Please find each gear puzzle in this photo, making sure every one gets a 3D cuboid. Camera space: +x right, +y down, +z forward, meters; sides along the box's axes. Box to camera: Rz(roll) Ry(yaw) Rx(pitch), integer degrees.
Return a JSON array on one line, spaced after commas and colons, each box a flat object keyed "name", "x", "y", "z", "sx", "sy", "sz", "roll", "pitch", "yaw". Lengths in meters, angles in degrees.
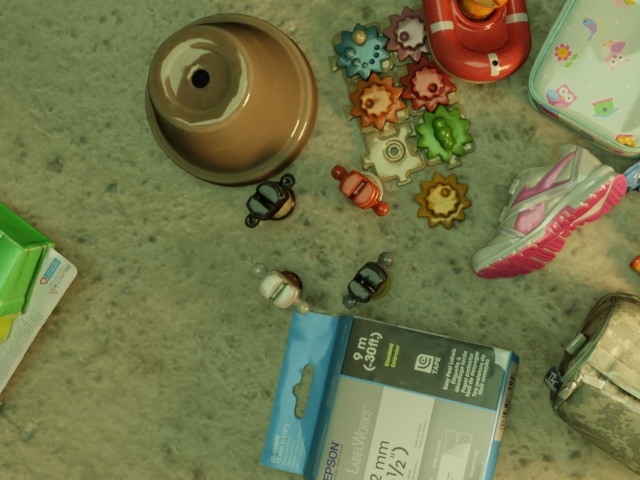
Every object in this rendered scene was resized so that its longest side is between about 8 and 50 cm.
[{"name": "gear puzzle", "x": 0.131, "y": -0.175, "z": 1.829, "sx": 0.175, "sy": 0.044, "sz": 0.339, "roll": -18, "pitch": 85, "yaw": 7}]

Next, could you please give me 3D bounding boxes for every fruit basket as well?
[{"name": "fruit basket", "x": -0.579, "y": 0.090, "z": 1.893, "sx": 0.327, "sy": 0.165, "sz": 0.353, "roll": 35, "pitch": 109, "yaw": 9}]

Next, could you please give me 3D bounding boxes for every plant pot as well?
[{"name": "plant pot", "x": -0.148, "y": -0.219, "z": 1.782, "sx": 0.263, "sy": 0.229, "sz": 0.263, "roll": -1, "pitch": 86, "yaw": 9}]

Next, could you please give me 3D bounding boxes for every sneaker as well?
[{"name": "sneaker", "x": 0.477, "y": -0.093, "z": 1.772, "sx": 0.144, "sy": 0.053, "sz": 0.059, "roll": -32, "pitch": 86, "yaw": 7}, {"name": "sneaker", "x": 0.313, "y": -0.042, "z": 1.776, "sx": 0.252, "sy": 0.103, "sz": 0.111, "roll": -39, "pitch": 61, "yaw": 13}]

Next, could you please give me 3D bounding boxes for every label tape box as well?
[{"name": "label tape box", "x": 0.087, "y": 0.245, "z": 1.764, "sx": 0.347, "sy": 0.115, "sz": 0.249, "roll": 12, "pitch": 84, "yaw": 15}]

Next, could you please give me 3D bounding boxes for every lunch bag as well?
[{"name": "lunch bag", "x": 0.433, "y": -0.277, "z": 1.757, "sx": 0.224, "sy": 0.108, "sz": 0.279, "roll": 30, "pitch": 90, "yaw": 14}, {"name": "lunch bag", "x": 0.462, "y": 0.212, "z": 1.658, "sx": 0.305, "sy": 0.256, "sz": 0.213, "roll": 32, "pitch": 92, "yaw": 9}]

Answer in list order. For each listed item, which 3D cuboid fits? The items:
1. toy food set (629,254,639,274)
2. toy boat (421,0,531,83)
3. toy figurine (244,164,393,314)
[{"name": "toy food set", "x": 0.502, "y": 0.033, "z": 1.674, "sx": 0.111, "sy": 0.232, "sz": 0.104, "roll": -45, "pitch": 82, "yaw": 0}, {"name": "toy boat", "x": 0.229, "y": -0.344, "z": 1.758, "sx": 0.151, "sy": 0.151, "sz": 0.231, "roll": -9, "pitch": 86, "yaw": -7}, {"name": "toy figurine", "x": 0.000, "y": 0.000, "z": 1.796, "sx": 0.213, "sy": 0.148, "sz": 0.210, "roll": -8, "pitch": 90, "yaw": 6}]
